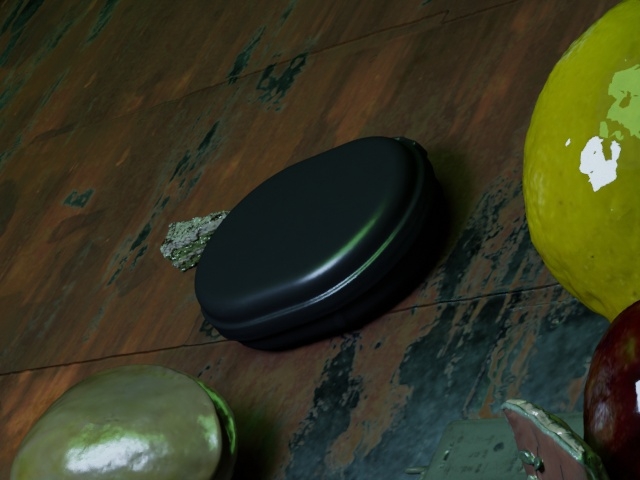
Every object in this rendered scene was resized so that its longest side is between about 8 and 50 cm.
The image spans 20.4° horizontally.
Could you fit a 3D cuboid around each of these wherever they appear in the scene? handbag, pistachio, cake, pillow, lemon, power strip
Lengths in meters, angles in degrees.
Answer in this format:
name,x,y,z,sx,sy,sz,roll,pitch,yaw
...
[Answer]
name,x,y,z,sx,sy,sz,roll,pitch,yaw
handbag,0.001,0.001,1.917,0.308,0.093,0.254,-20,34,37
pistachio,-0.196,0.218,1.798,0.260,0.163,0.212,-30,64,20
cake,-0.134,-0.002,2.137,0.140,0.051,0.055,-14,39,46
pillow,0.184,0.226,1.246,0.043,0.232,0.126,-17,21,-12
lemon,0.303,-0.062,1.416,0.297,0.297,0.297,-31,30,21
power strip,0.169,0.189,1.497,0.268,0.034,0.092,-10,42,45

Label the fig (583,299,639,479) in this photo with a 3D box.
name,x,y,z,sx,sy,sz,roll,pitch,yaw
fig,0.287,0.131,1.240,0.224,0.224,0.263,-51,22,-15
